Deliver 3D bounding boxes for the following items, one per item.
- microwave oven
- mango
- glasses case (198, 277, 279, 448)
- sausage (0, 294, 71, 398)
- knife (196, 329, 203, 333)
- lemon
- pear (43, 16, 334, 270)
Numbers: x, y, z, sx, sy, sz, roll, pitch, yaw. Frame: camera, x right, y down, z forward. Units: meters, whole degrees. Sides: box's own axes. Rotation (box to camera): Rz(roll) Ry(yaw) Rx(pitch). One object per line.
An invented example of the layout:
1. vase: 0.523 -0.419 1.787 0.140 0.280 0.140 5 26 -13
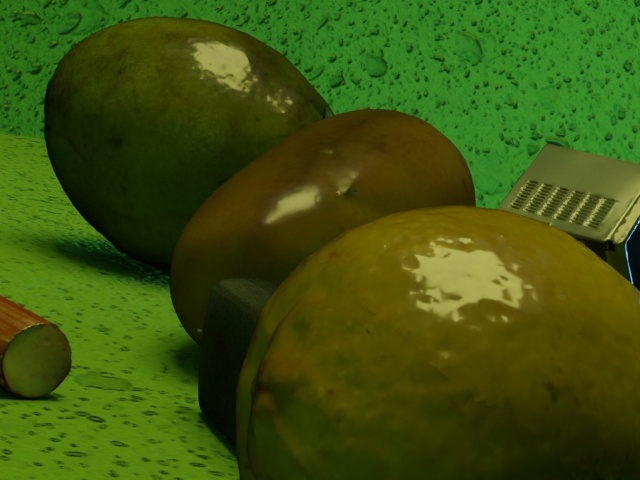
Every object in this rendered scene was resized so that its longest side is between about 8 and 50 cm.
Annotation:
1. microwave oven: 0.312 0.031 2.250 0.194 0.240 0.145 12 50 31
2. mango: 0.000 0.000 2.022 0.300 0.232 0.445 -31 -2 24
3. glasses case: -0.029 0.121 1.606 0.074 0.131 0.323 4 9 -20
4. sausage: -0.310 0.081 1.766 0.071 0.071 0.234 5 9 -36
5. knife: 0.012 0.128 1.904 0.297 0.017 0.047 16 -9 -27
6. lemon: 0.090 0.117 1.250 0.297 0.297 0.297 10 7 -1
7. pear: -0.165 -0.118 2.489 0.413 0.352 0.352 17 10 31
